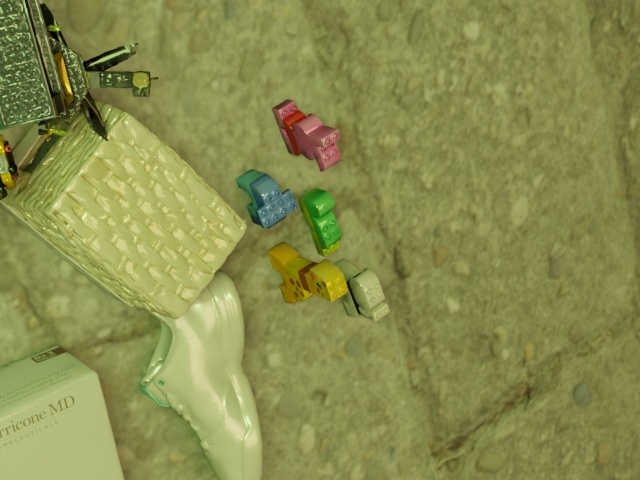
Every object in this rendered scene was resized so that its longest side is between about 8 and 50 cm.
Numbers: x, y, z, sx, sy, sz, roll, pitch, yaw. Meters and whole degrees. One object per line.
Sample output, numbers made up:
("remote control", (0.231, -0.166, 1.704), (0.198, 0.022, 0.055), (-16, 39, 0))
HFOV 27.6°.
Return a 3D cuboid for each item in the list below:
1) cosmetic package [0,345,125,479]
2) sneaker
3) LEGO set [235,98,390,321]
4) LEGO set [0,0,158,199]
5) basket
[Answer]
("cosmetic package", (-0.223, 0.217, 1.071), (0.117, 0.085, 0.231), (-24, 117, -29))
("sneaker", (-0.109, 0.134, 1.145), (0.094, 0.080, 0.212), (-14, 104, -20))
("LEGO set", (0.000, 0.000, 1.162), (0.087, 0.093, 0.227), (-34, 120, -23))
("LEGO set", (-0.280, -0.191, 0.887), (0.255, 0.192, 0.331), (-20, 103, 2))
("basket", (-0.157, -0.025, 1.036), (0.167, 0.103, 0.113), (44, 76, -35))
